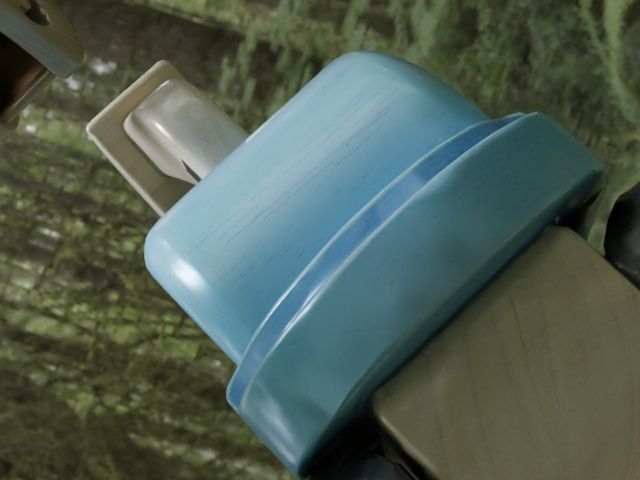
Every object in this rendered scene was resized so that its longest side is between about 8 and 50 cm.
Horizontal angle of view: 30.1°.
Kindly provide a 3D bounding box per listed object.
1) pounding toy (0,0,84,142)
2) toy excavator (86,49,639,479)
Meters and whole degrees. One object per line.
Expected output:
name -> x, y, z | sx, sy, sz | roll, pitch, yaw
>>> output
pounding toy -> -0.260, -0.121, 0.736 | 0.155, 0.154, 0.269 | -41, -11, 14
toy excavator -> 0.000, 0.000, 0.659 | 0.222, 0.445, 0.433 | -42, -16, -6
